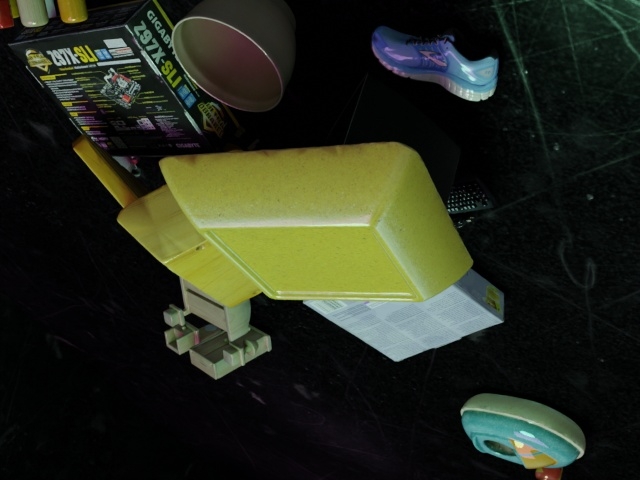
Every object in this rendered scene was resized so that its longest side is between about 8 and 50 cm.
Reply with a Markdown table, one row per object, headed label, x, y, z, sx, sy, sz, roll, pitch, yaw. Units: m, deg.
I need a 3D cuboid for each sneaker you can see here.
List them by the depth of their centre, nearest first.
| label | x | y | z | sx | sy | sz | roll | pitch | yaw |
| --- | --- | --- | --- | --- | --- | --- | --- | --- | --- |
| sneaker | 0.140 | -0.229 | 0.992 | 0.162 | 0.063 | 0.073 | 20 | 135 | 8 |
| sneaker | -0.381 | -0.174 | 1.601 | 0.065 | 0.061 | 0.158 | -2 | 151 | 0 |

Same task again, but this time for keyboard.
| label | x | y | z | sx | sy | sz | roll | pitch | yaw |
| --- | --- | --- | --- | --- | --- | --- | --- | --- | --- |
| keyboard | 0.184 | -0.049 | 1.272 | 0.100 | 0.038 | 0.192 | 43 | 151 | -27 |

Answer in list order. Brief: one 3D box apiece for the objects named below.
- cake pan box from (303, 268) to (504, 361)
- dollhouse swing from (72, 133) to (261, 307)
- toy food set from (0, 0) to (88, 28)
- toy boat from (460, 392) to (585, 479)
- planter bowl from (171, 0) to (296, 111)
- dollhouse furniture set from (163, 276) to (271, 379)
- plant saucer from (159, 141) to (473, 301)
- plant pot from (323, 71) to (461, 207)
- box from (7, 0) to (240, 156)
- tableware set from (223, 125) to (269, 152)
| label | x | y | z | sx | sy | sz | roll | pitch | yaw |
| --- | --- | --- | --- | --- | --- | --- | --- | --- | --- |
| cake pan box | 0.140 | 0.103 | 1.435 | 0.246 | 0.070 | 0.267 | 35 | 137 | -27 |
| dollhouse swing | -0.189 | -0.083 | 1.414 | 0.305 | 0.315 | 0.347 | 63 | -177 | 20 |
| toy food set | -0.455 | -0.381 | 1.248 | 0.232 | 0.111 | 0.104 | 18 | 122 | 43 |
| toy boat | 0.448 | 0.459 | 1.782 | 0.267 | 0.148 | 0.318 | 4 | 144 | 40 |
| planter bowl | -0.098 | -0.264 | 1.086 | 0.162 | 0.109 | 0.162 | 22 | 153 | 12 |
| dollhouse furniture set | -0.245 | 0.126 | 1.997 | 0.303 | 0.174 | 0.355 | 22 | 126 | 42 |
| plant saucer | 0.000 | 0.000 | 1.077 | 0.333 | 0.081 | 0.332 | -1 | 153 | 23 |
| plant pot | 0.086 | -0.085 | 1.158 | 0.167 | 0.188 | 0.187 | 23 | 154 | -8 |
| box | -0.320 | -0.251 | 1.348 | 0.322 | 0.079 | 0.257 | 4 | 139 | 40 |
| tableware set | -0.129 | -0.146 | 1.419 | 0.154 | 0.024 | 0.104 | 36 | 153 | -15 |
